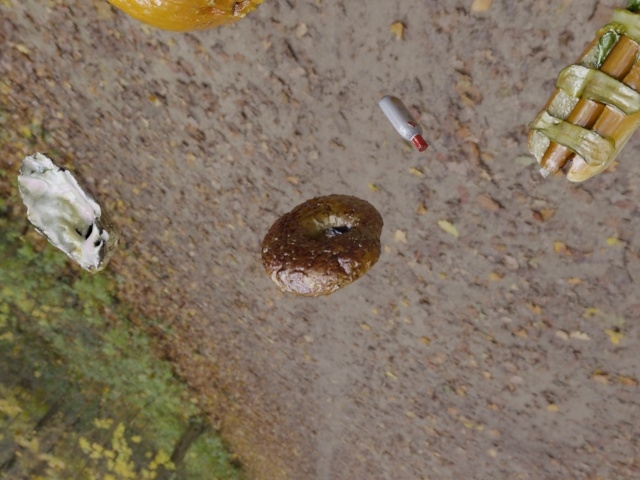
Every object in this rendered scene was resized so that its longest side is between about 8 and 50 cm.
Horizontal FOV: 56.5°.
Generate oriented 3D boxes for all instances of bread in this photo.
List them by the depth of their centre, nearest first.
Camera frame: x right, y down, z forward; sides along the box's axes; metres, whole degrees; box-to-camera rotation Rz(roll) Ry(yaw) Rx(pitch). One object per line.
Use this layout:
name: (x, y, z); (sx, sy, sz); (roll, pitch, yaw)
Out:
bread: (0.000, 0.000, 0.831); (0.193, 0.193, 0.064); (10, 139, 40)

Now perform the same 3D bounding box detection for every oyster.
oyster: (-0.368, -0.045, 0.899); (0.132, 0.072, 0.209); (-23, 114, 29)

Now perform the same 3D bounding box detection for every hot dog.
hot dog: (0.333, -0.185, 0.671); (0.072, 0.270, 0.109); (13, -156, -46)

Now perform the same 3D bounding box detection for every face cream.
face cream: (0.102, -0.140, 0.715); (0.021, 0.040, 0.083); (-48, 58, 32)

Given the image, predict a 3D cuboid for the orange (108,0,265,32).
orange: (-0.192, -0.461, 0.864); (0.293, 0.340, 0.340); (60, 151, 0)
